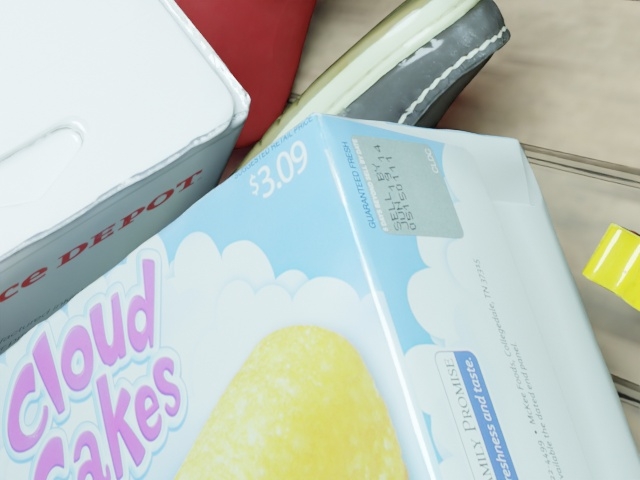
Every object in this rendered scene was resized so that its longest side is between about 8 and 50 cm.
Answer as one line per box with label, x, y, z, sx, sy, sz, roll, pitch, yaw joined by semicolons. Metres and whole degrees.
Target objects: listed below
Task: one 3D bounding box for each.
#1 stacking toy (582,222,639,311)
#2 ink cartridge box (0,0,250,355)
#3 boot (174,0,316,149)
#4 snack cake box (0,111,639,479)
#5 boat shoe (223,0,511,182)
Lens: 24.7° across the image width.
stacking toy;0.168;-0.015;0.308;0.167;0.052;0.221;-60;34;8
ink cartridge box;-0.129;0.003;0.534;0.158;0.092;0.218;-34;-9;-25
boot;-0.005;-0.123;0.544;0.176;0.088;0.244;39;132;46
snack cake box;-0.036;0.093;0.435;0.264;0.089;0.152;-35;65;38
boat shoe;-0.001;0.001;0.512;0.223;0.073;0.080;-46;-4;33
